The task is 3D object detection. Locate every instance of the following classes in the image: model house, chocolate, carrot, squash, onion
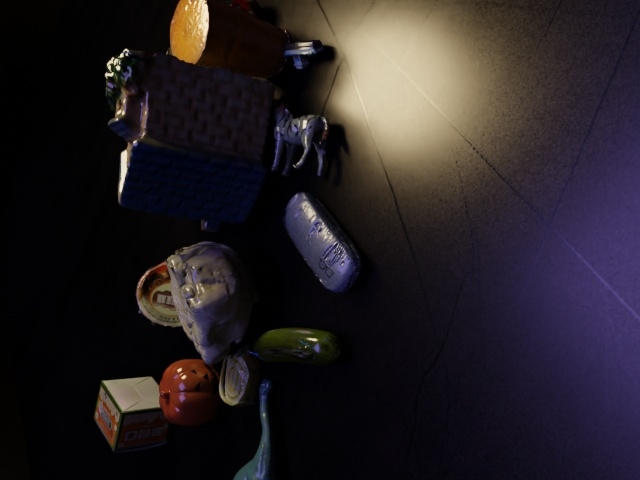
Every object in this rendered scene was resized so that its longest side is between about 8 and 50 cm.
[{"bbox_3d":[-0.387,-0.231,1.511,0.445,0.395,0.400,8,93,60],"label":"model house"},{"bbox_3d":[-0.457,0.171,1.724,0.147,0.221,0.221,141,124,-61],"label":"chocolate"},{"bbox_3d":[-0.231,-0.517,1.473,0.196,0.254,0.196,0,90,50],"label":"carrot"},{"bbox_3d":[-0.073,0.246,1.337,0.331,0.087,0.087,-12,77,48],"label":"squash"},{"bbox_3d":[-0.211,-0.610,1.570,0.117,0.119,0.118,-39,58,34],"label":"onion"}]

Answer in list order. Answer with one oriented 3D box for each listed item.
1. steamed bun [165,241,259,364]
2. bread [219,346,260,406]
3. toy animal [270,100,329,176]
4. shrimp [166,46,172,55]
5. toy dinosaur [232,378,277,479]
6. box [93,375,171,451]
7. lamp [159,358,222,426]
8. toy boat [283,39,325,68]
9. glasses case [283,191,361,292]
[{"bbox_3d":[-0.265,0.144,1.491,0.268,0.207,0.280,45,145,46],"label":"steamed bun"},{"bbox_3d":[-0.208,0.354,1.489,0.117,0.064,0.156,20,99,43],"label":"bread"},{"bbox_3d":[-0.071,-0.239,1.387,0.255,0.090,0.170,32,104,43],"label":"toy animal"},{"bbox_3d":[-0.466,-0.515,1.889,0.173,0.058,0.253,3,91,40],"label":"shrimp"},{"bbox_3d":[-0.182,0.578,1.428,0.383,0.129,0.331,-52,40,33],"label":"toy dinosaur"},{"bbox_3d":[-0.591,0.546,1.810,0.195,0.177,0.148,28,107,46],"label":"box"},{"bbox_3d":[-0.368,0.421,1.586,0.188,0.164,0.187,-11,75,46],"label":"lamp"},{"bbox_3d":[-0.044,-0.458,1.408,0.140,0.059,0.066,17,125,47],"label":"toy boat"},{"bbox_3d":[0.000,0.000,1.293,0.109,0.067,0.282,-56,50,25],"label":"glasses case"}]
